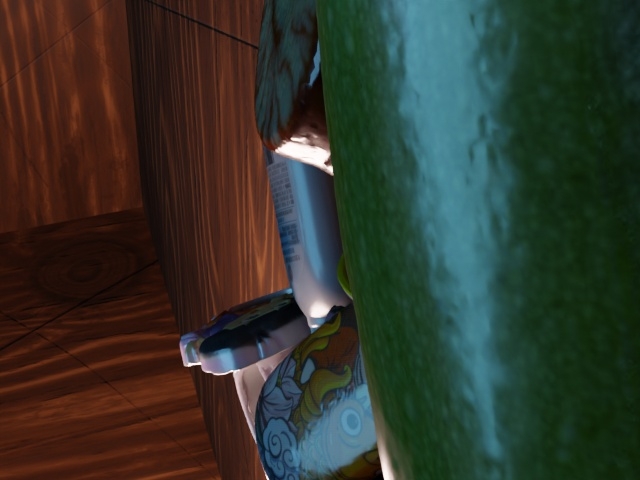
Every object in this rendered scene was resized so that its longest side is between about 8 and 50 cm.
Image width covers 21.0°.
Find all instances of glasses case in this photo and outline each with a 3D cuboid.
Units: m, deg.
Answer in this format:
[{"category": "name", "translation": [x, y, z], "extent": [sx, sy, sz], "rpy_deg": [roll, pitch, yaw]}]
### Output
[{"category": "glasses case", "translation": [0.065, 0.095, 1.294], "extent": [0.321, 0.082, 0.122], "rpy_deg": [-39, 54, 35]}]

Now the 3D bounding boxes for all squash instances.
[{"category": "squash", "translation": [0.145, 0.036, 0.744], "extent": [0.263, 0.263, 0.385], "rpy_deg": [-143, 42, -73]}]

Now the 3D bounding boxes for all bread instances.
[{"category": "bread", "translation": [0.032, -0.215, 1.271], "extent": [0.295, 0.114, 0.328], "rpy_deg": [-115, 34, -68]}]

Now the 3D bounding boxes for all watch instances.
[{"category": "watch", "translation": [-0.045, 0.182, 2.040], "extent": [0.244, 0.196, 0.231], "rpy_deg": [-176, 68, -75]}]

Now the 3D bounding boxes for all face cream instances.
[{"category": "face cream", "translation": [0.000, 0.000, 1.882], "extent": [0.163, 0.080, 0.337], "rpy_deg": [162, 97, -78]}]

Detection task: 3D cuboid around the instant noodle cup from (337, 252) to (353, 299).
[{"category": "instant noodle cup", "translation": [0.132, 0.069, 1.031], "extent": [0.213, 0.213, 0.174], "rpy_deg": [-130, 22, -68]}]

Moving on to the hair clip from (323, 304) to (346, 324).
[{"category": "hair clip", "translation": [0.055, 0.121, 1.750], "extent": [0.106, 0.084, 0.292], "rpy_deg": [26, 147, 18]}]
